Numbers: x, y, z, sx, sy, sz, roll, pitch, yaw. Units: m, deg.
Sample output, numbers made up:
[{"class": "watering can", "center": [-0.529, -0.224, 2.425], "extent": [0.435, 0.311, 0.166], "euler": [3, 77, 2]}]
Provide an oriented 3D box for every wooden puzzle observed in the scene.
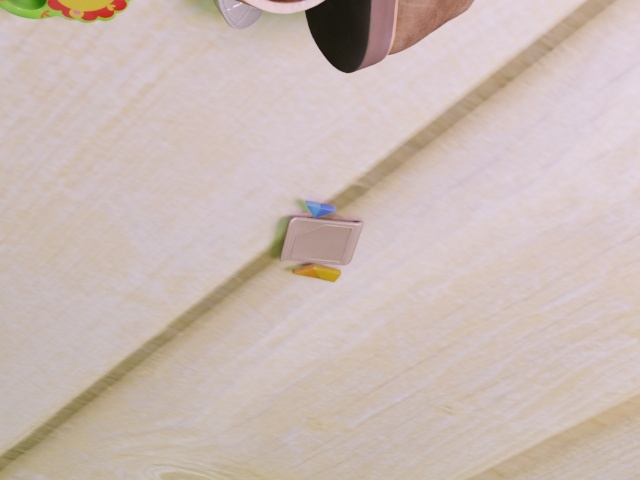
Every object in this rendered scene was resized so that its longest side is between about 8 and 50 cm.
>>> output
[{"class": "wooden puzzle", "center": [0.000, 0.000, 1.089], "extent": [0.078, 0.014, 0.116], "euler": [6, 143, -17]}]

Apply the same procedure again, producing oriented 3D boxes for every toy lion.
[{"class": "toy lion", "center": [-0.189, -0.188, 0.825], "extent": [0.100, 0.034, 0.096], "euler": [-20, 147, 23]}]

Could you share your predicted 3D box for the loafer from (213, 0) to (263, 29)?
[{"class": "loafer", "center": [-0.066, -0.206, 0.803], "extent": [0.045, 0.039, 0.125], "euler": [-32, 148, -15]}]

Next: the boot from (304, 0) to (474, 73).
[{"class": "boot", "center": [0.066, -0.252, 0.718], "extent": [0.115, 0.112, 0.305], "euler": [-21, 145, -26]}]

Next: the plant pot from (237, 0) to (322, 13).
[{"class": "plant pot", "center": [-0.108, -0.253, 0.579], "extent": [0.254, 0.237, 0.237], "euler": [15, 150, 26]}]
